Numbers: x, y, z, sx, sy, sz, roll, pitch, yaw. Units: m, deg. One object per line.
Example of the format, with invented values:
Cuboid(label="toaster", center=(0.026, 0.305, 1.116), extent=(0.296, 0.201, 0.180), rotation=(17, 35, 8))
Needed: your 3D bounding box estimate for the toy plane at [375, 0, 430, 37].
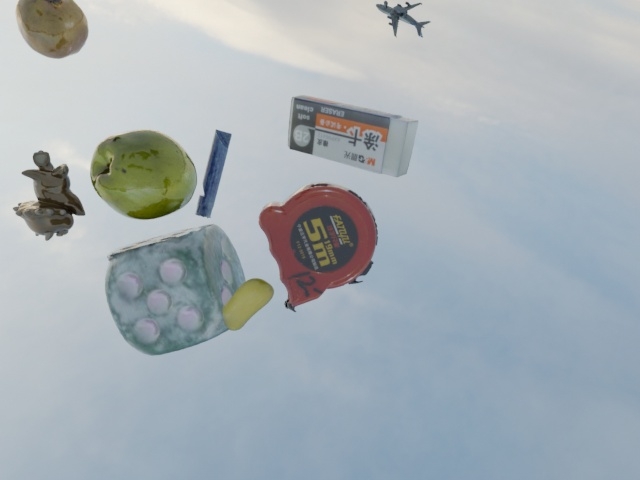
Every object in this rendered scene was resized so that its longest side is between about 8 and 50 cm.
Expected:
Cuboid(label="toy plane", center=(0.117, -0.325, 0.664), extent=(0.084, 0.024, 0.077), rotation=(34, -109, 2))

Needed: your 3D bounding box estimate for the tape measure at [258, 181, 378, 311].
Cuboid(label="tape measure", center=(0.000, -0.001, 1.018), extent=(0.261, 0.253, 0.114), rotation=(-21, -168, 0))

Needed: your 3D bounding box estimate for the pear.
Cuboid(label="pear", center=(-0.504, -0.191, 1.340), extent=(0.295, 0.294, 0.294), rotation=(7, -133, -8))

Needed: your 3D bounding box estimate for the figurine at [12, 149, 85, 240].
Cuboid(label="figurine", center=(-0.877, -0.123, 1.455), extent=(0.177, 0.247, 0.173), rotation=(29, -136, 22))

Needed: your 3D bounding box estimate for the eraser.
Cuboid(label="eraser", center=(0.026, -0.098, 0.425), extent=(0.122, 0.052, 0.029), rotation=(22, -152, 28))

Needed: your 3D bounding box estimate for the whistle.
Cuboid(label="whistle", center=(-0.372, -0.230, 1.595), extent=(0.062, 0.304, 0.062), rotation=(16, -171, -2))

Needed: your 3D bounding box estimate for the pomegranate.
Cuboid(label="pomegranate", center=(-0.774, -0.626, 1.319), extent=(0.192, 0.191, 0.191), rotation=(7, -133, -8))

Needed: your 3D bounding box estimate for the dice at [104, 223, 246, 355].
Cuboid(label="dice", center=(-0.443, 0.139, 1.452), extent=(0.331, 0.347, 0.328), rotation=(-18, -173, 9))

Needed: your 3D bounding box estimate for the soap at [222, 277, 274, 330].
Cuboid(label="soap", center=(-0.191, 0.159, 1.163), extent=(0.089, 0.168, 0.033), rotation=(39, -162, -25))
